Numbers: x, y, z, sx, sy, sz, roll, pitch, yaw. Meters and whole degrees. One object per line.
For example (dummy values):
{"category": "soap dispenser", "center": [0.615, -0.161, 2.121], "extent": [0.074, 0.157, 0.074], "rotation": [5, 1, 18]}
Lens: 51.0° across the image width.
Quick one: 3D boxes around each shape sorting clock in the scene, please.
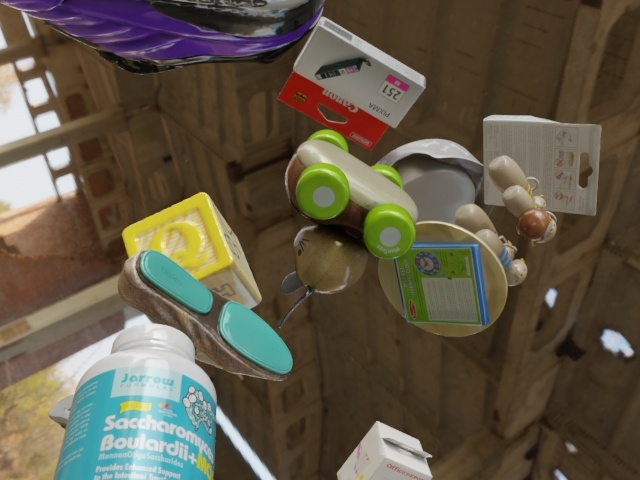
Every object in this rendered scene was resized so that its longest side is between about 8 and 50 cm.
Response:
{"category": "shape sorting clock", "center": [0.188, 0.061, 1.046], "extent": [0.206, 0.040, 0.206], "rotation": [12, -57, 19]}

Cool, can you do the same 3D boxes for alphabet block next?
{"category": "alphabet block", "center": [-0.257, 0.055, 1.364], "extent": [0.192, 0.193, 0.197], "rotation": [62, -2, 32]}

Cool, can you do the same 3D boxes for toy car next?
{"category": "toy car", "center": [0.000, 0.000, 0.727], "extent": [0.148, 0.155, 0.188], "rotation": [30, -69, -11]}

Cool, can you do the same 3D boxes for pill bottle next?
{"category": "pill bottle", "center": [-0.175, 0.207, 0.647], "extent": [0.264, 0.146, 0.146], "rotation": [-98, -174, -49]}

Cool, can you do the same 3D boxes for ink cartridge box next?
{"category": "ink cartridge box", "center": [0.448, -0.155, 1.366], "extent": [0.232, 0.066, 0.189], "rotation": [7, -65, 29]}
{"category": "ink cartridge box", "center": [0.107, 0.374, 1.087], "extent": [0.143, 0.092, 0.090], "rotation": [-56, -162, 16]}
{"category": "ink cartridge box", "center": [0.062, -0.339, 1.537], "extent": [0.275, 0.060, 0.239], "rotation": [27, -51, -12]}

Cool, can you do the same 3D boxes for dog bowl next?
{"category": "dog bowl", "center": [0.257, -0.105, 1.679], "extent": [0.349, 0.348, 0.102], "rotation": [96, -16, -46]}

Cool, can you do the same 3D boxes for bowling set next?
{"category": "bowling set", "center": [0.325, 0.007, 1.142], "extent": [0.154, 0.287, 0.200], "rotation": [42, -6, -27]}

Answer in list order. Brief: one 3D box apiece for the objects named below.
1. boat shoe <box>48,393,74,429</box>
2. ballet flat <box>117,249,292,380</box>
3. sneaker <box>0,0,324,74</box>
{"category": "boat shoe", "center": [-0.462, 0.353, 1.288], "extent": [0.183, 0.065, 0.083], "rotation": [-4, -62, 54]}
{"category": "ballet flat", "center": [-0.186, 0.133, 1.068], "extent": [0.316, 0.108, 0.106], "rotation": [41, -57, -16]}
{"category": "sneaker", "center": [-0.140, -0.153, 0.383], "extent": [0.146, 0.293, 0.102], "rotation": [131, -31, -75]}
